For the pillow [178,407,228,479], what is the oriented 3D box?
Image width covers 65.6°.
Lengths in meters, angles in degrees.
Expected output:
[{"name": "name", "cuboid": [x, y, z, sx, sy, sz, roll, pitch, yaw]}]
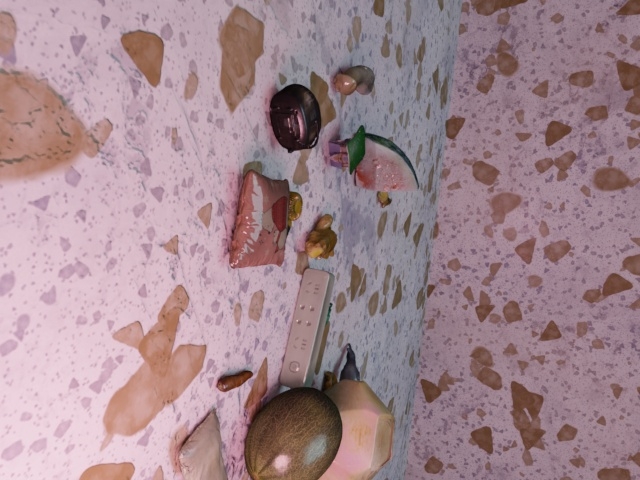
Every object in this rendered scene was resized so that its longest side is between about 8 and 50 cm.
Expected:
[{"name": "pillow", "cuboid": [-0.265, 0.523, 1.138, 0.148, 0.050, 0.230, -49, 142, -62]}]

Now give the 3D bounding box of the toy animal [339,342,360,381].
[{"name": "toy animal", "cuboid": [0.109, 0.567, 1.891, 0.206, 0.081, 0.367, 77, 15, -71]}]

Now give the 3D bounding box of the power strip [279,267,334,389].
[{"name": "power strip", "cuboid": [-0.043, 0.277, 1.509, 0.062, 0.091, 0.386, 31, 70, -64]}]

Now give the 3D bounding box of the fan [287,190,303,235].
[{"name": "fan", "cuboid": [-0.088, -0.060, 1.346, 0.082, 0.039, 0.155, 53, 50, -60]}]

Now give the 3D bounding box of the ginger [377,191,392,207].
[{"name": "ginger", "cuboid": [0.281, -0.179, 2.159, 0.137, 0.044, 0.058, 41, 43, -65]}]

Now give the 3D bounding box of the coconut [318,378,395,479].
[{"name": "coconut", "cuboid": [0.081, 0.631, 1.646, 0.352, 0.352, 0.353, 9, 90, -67]}]

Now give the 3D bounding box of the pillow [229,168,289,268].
[{"name": "pillow", "cuboid": [-0.135, -0.045, 1.186, 0.223, 0.084, 0.236, -7, 107, -68]}]

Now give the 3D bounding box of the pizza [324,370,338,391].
[{"name": "pizza", "cuboid": [0.035, 0.569, 1.853, 0.178, 0.041, 0.131, 73, 28, -49]}]

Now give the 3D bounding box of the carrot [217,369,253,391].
[{"name": "carrot", "cuboid": [-0.205, 0.346, 1.229, 0.165, 0.035, 0.036, 15, 84, -69]}]

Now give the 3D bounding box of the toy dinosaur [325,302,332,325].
[{"name": "toy dinosaur", "cuboid": [0.007, 0.263, 1.669, 0.132, 0.059, 0.096, -55, 152, -60]}]

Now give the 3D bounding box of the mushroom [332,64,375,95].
[{"name": "mushroom", "cuboid": [0.113, -0.515, 1.593, 0.223, 0.081, 0.092, -37, 154, -61]}]

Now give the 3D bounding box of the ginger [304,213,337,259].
[{"name": "ginger", "cuboid": [0.004, 0.008, 1.535, 0.205, 0.081, 0.115, -60, 163, -52]}]

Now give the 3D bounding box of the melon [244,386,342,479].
[{"name": "melon", "cuboid": [-0.074, 0.537, 1.342, 0.301, 0.237, 0.238, -34, 130, -48]}]

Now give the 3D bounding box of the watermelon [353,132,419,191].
[{"name": "watermelon", "cuboid": [0.235, -0.252, 1.845, 0.214, 0.289, 0.320, -48, 167, -1]}]

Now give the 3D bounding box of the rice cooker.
[{"name": "rice cooker", "cuboid": [-0.062, -0.300, 1.229, 0.106, 0.112, 0.165, -44, 135, -47]}]

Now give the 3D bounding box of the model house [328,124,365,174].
[{"name": "model house", "cuboid": [0.077, -0.292, 1.584, 0.167, 0.088, 0.117, -58, 148, -46]}]
